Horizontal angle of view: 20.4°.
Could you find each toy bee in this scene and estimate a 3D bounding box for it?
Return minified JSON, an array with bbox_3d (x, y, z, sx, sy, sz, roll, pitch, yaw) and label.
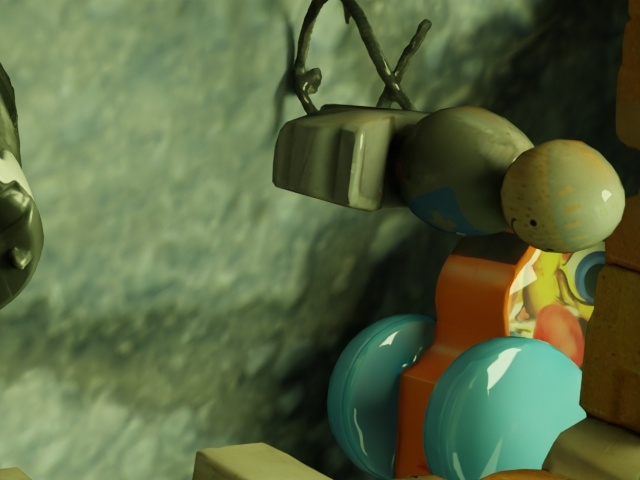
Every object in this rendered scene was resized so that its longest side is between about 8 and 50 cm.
[{"bbox_3d":[0.096,0.054,0.705,0.162,0.195,0.298,-11,121,-27],"label":"toy bee"}]

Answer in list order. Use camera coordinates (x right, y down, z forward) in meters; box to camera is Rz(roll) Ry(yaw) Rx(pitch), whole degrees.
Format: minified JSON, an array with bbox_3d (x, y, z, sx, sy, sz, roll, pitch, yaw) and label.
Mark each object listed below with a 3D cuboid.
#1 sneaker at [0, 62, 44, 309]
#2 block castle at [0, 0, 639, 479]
[{"bbox_3d":[-0.166,-0.079,0.487,0.078,0.106,0.234,-33,122,19],"label":"sneaker"},{"bbox_3d":[0.000,0.000,0.409,0.453,0.213,0.303,-1,101,-32],"label":"block castle"}]
